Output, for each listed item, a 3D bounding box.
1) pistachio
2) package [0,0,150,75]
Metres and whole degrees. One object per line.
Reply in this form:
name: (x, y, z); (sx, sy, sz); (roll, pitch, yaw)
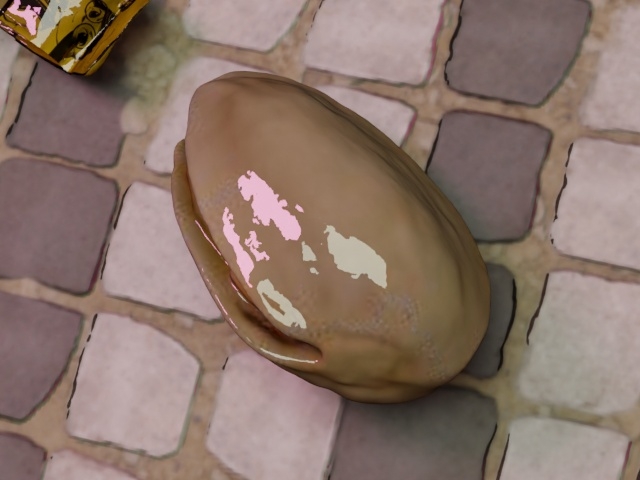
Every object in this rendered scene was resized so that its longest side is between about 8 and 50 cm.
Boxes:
pistachio: (0.000, 0.000, 1.066); (0.152, 0.126, 0.223); (-30, 64, -35)
package: (-0.165, -0.151, 1.170); (0.131, 0.047, 0.071); (33, 80, 14)
